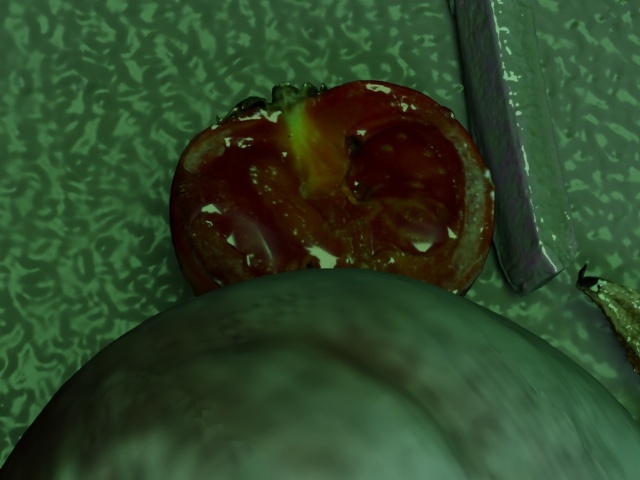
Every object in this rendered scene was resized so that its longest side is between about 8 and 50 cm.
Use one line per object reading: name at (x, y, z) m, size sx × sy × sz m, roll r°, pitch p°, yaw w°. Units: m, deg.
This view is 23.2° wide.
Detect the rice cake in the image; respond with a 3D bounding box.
rice cake at (0.099, -0.074, 0.816) m, size 0.036 × 0.047 × 0.206 m, roll -4°, pitch 79°, yaw -18°

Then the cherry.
cherry at (0.015, 0.162, 0.608) m, size 0.326 × 0.335 × 0.291 m, roll 0°, pitch 38°, yaw -29°

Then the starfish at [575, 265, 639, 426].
starfish at (0.211, 0.110, 0.795) m, size 0.227 × 0.043 × 0.240 m, roll 24°, pitch 77°, yaw -2°

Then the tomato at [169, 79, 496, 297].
tomato at (0.000, 0.000, 0.754) m, size 0.159 × 0.091 × 0.139 m, roll -17°, pitch 63°, yaw -24°
